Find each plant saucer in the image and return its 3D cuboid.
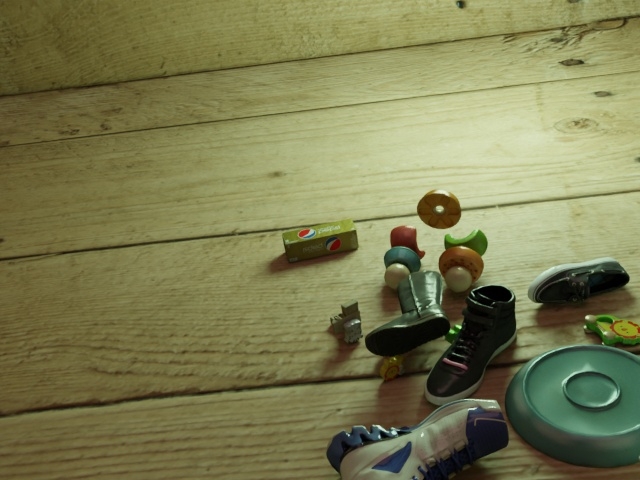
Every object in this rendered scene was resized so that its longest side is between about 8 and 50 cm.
[{"bbox_3d":[0.503,0.289,1.675,0.317,0.044,0.317,-7,32,4],"label":"plant saucer"}]

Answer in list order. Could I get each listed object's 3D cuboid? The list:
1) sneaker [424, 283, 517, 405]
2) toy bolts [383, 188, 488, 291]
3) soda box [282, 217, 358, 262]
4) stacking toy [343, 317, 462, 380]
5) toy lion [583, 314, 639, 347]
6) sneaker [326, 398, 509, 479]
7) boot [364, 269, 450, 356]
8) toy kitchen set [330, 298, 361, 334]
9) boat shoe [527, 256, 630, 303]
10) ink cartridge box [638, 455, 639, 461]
[{"bbox_3d":[0.293,0.192,1.782,0.104,0.147,0.296,20,43,35],"label":"sneaker"},{"bbox_3d":[0.237,0.022,2.039,0.228,0.218,0.158,-13,33,29],"label":"toy bolts"},{"bbox_3d":[0.000,0.000,2.242,0.181,0.058,0.061,-12,32,-5],"label":"soda box"},{"bbox_3d":[0.177,0.197,1.900,0.221,0.052,0.167,-22,36,-24],"label":"stacking toy"},{"bbox_3d":[0.601,0.181,1.835,0.096,0.034,0.100,-12,31,-18],"label":"toy lion"},{"bbox_3d":[0.173,0.395,1.529,0.315,0.127,0.182,-15,35,4],"label":"sneaker"},{"bbox_3d":[0.175,0.143,1.867,0.189,0.076,0.208,-14,30,3],"label":"boot"},{"bbox_3d":[0.038,0.164,1.947,0.068,0.083,0.075,-25,35,-25],"label":"toy kitchen set"},{"bbox_3d":[0.560,0.097,1.939,0.228,0.080,0.076,-11,30,-17],"label":"boat shoe"},{"bbox_3d":[0.654,0.316,1.465,0.172,0.100,0.237,17,59,43],"label":"ink cartridge box"}]
